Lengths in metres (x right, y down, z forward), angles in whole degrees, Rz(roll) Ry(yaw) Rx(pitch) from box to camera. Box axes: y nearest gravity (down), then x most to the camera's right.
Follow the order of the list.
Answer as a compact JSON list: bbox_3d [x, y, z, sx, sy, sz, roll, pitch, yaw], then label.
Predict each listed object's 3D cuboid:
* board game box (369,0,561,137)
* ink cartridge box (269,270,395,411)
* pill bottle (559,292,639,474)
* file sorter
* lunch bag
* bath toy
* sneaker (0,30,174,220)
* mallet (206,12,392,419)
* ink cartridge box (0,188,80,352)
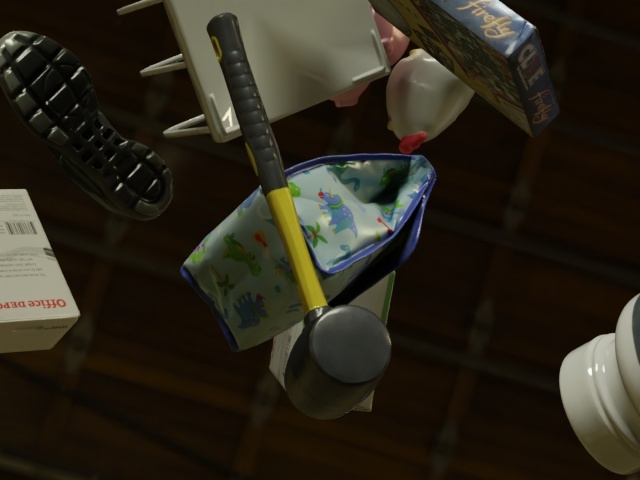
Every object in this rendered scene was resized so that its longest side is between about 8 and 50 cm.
[{"bbox_3d":[0.127,-0.219,1.484,0.243,0.042,0.165,43,-5,28],"label":"board game box"},{"bbox_3d":[0.008,0.089,1.645,0.093,0.154,0.212,9,2,-11],"label":"ink cartridge box"},{"bbox_3d":[0.230,0.064,0.845,0.108,0.108,0.180,20,-40,-40],"label":"pill bottle"},{"bbox_3d":[-0.095,-0.254,1.439,0.193,0.278,0.173,-25,13,-26],"label":"file sorter"},{"bbox_3d":[0.000,0.000,1.057,0.151,0.096,0.129,-29,-7,-45],"label":"lunch bag"},{"bbox_3d":[0.023,-0.219,1.716,0.348,0.129,0.151,33,-21,-27],"label":"bath toy"},{"bbox_3d":[-0.286,-0.121,1.714,0.267,0.101,0.106,51,-28,-20],"label":"sneaker"},{"bbox_3d":[-0.014,-0.017,0.655,0.039,0.190,0.062,-14,-9,-18],"label":"mallet"},{"bbox_3d":[-0.415,0.039,1.901,0.148,0.203,0.086,-1,-34,-45],"label":"ink cartridge box"}]
